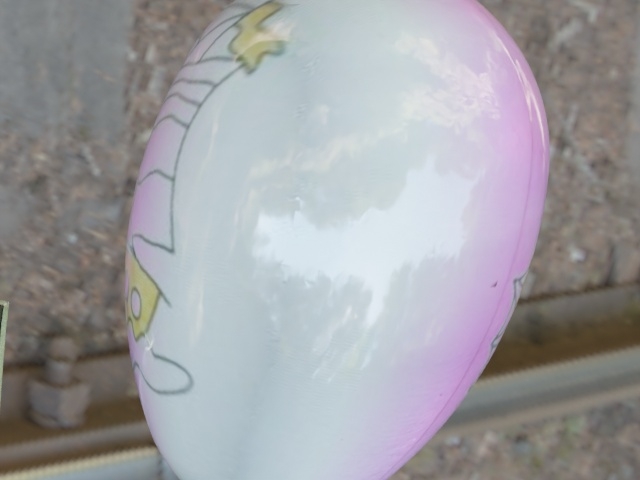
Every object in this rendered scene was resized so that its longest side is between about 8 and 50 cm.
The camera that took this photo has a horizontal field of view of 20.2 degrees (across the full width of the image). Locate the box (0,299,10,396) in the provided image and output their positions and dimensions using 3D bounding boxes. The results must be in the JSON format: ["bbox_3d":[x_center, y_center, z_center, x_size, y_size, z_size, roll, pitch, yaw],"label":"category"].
[{"bbox_3d":[-0.242,0.072,1.152,0.083,0.035,0.079,15,76,-58],"label":"box"}]

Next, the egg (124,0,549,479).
[{"bbox_3d":[0.000,0.000,0.852,0.196,0.196,0.271,16,110,-43],"label":"egg"}]
